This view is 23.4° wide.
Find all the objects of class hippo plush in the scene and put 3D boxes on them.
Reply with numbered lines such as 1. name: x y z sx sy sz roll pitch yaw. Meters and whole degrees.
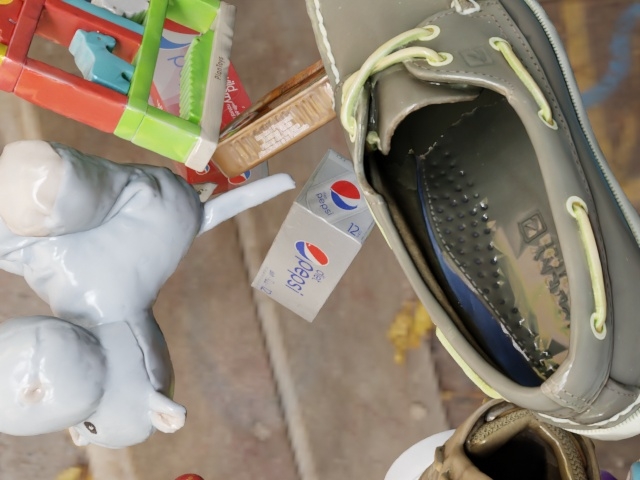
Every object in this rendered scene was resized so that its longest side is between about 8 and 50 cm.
1. hippo plush: -0.208 0.053 1.290 0.294 0.234 0.236 7 83 -43

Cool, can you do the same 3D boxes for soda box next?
1. soda box: 0.000 0.000 1.912 0.098 0.286 0.091 32 65 1
2. soda box: -0.142 -0.168 1.659 0.092 0.263 0.083 -17 141 -13

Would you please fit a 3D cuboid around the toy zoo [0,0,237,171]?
1. toy zoo: -0.205 -0.169 1.121 0.293 0.030 0.192 22 36 -16

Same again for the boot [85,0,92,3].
1. boot: -0.234 -0.275 1.483 0.219 0.082 0.106 -36 121 -59

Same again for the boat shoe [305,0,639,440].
1. boat shoe: 0.065 -0.048 0.715 0.091 0.109 0.305 16 42 -54

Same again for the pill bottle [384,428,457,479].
1. pill bottle: 0.191 0.371 1.663 0.188 0.188 0.334 29 25 -42

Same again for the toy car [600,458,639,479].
1. toy car: 0.335 0.314 1.734 0.136 0.182 0.159 34 35 -20

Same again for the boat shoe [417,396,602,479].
1. boat shoe: 0.118 0.149 0.876 0.341 0.122 0.110 -49 159 -80

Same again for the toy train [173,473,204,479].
1. toy train: -0.072 0.339 1.612 0.143 0.248 0.105 -56 144 -48

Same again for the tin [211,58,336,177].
1. tin: -0.016 -0.110 1.251 0.040 0.190 0.106 56 35 -8
